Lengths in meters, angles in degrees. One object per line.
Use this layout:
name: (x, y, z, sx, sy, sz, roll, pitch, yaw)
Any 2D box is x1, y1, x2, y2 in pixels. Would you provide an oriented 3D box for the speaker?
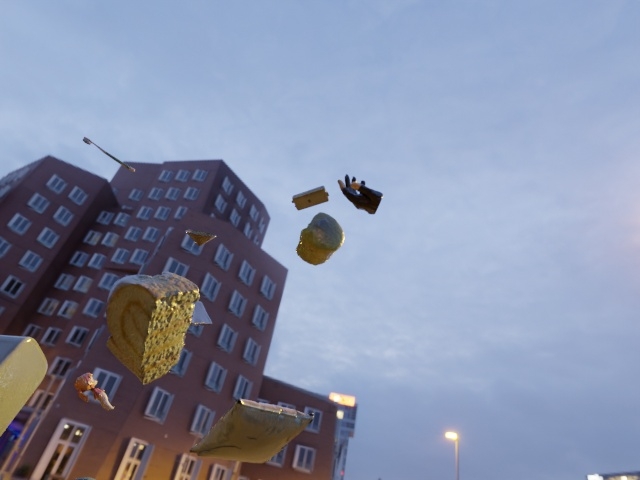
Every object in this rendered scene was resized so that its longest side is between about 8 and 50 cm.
speaker: (-0.899, 0.420, 0.993, 0.184, 0.406, 0.183, 7, -52, 4)

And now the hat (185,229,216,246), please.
hat: (-0.572, -0.002, 1.930, 0.145, 0.067, 0.146, 11, 5, -1)

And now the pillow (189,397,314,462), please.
pillow: (-0.227, 0.650, 1.370, 0.310, 0.119, 0.312, 24, -64, -32)

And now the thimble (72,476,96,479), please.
thimble: (-0.981, 1.037, 1.659, 0.135, 0.119, 0.090, 6, -28, -16)

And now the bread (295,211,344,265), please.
bread: (0.000, 0.000, 1.124, 0.111, 0.129, 0.114, 43, -39, 7)

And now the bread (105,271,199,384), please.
bread: (-0.663, 0.306, 1.538, 0.263, 0.239, 0.396, 25, -73, 17)

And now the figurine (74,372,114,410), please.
figurine: (-0.532, 0.363, 0.957, 0.109, 0.047, 0.064, 50, -48, -6)

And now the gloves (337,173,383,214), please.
gloves: (0.139, -0.172, 1.534, 0.180, 0.129, 0.106, 24, -70, 4)

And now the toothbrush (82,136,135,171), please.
toothbrush: (-1.009, -0.408, 1.943, 0.257, 0.024, 0.018, 35, -39, -27)

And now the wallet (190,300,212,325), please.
wallet: (-0.548, 0.312, 1.768, 0.025, 0.124, 0.244, -29, -14, 0)

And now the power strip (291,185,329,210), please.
power strip: (-0.023, -0.100, 0.965, 0.090, 0.016, 0.040, -17, -54, 9)
